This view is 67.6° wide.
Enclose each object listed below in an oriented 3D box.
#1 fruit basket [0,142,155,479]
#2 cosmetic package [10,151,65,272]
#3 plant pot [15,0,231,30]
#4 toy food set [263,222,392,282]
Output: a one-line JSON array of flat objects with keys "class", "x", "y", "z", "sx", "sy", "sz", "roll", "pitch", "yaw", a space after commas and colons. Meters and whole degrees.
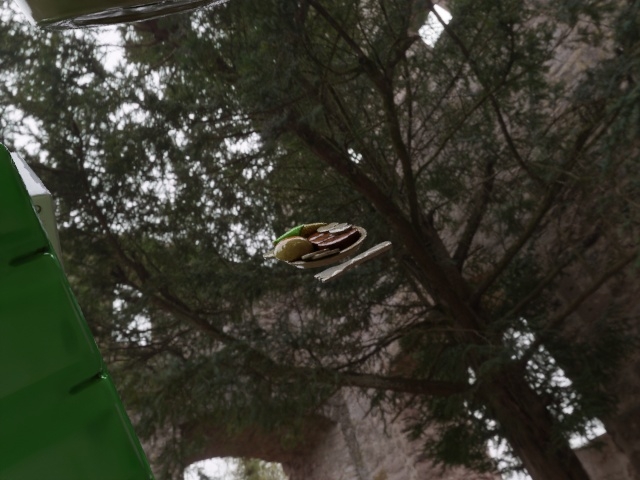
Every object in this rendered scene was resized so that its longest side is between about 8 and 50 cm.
[{"class": "fruit basket", "x": -0.320, "y": 0.141, "z": 0.287, "sx": 0.391, "sy": 0.282, "sz": 0.393, "roll": -1, "pitch": -89, "yaw": -29}, {"class": "cosmetic package", "x": -0.544, "y": 0.068, "z": 0.824, "sx": 0.156, "sy": 0.217, "sz": 0.385, "roll": -16, "pitch": -55, "yaw": -39}, {"class": "plant pot", "x": -0.180, "y": -0.333, "z": 0.379, "sx": 0.322, "sy": 0.323, "sz": 0.281, "roll": -14, "pitch": -67, "yaw": -7}, {"class": "toy food set", "x": 0.000, "y": 0.000, "z": 0.666, "sx": 0.132, "sy": 0.192, "sz": 0.039, "roll": -26, "pitch": -71, "yaw": -25}]
